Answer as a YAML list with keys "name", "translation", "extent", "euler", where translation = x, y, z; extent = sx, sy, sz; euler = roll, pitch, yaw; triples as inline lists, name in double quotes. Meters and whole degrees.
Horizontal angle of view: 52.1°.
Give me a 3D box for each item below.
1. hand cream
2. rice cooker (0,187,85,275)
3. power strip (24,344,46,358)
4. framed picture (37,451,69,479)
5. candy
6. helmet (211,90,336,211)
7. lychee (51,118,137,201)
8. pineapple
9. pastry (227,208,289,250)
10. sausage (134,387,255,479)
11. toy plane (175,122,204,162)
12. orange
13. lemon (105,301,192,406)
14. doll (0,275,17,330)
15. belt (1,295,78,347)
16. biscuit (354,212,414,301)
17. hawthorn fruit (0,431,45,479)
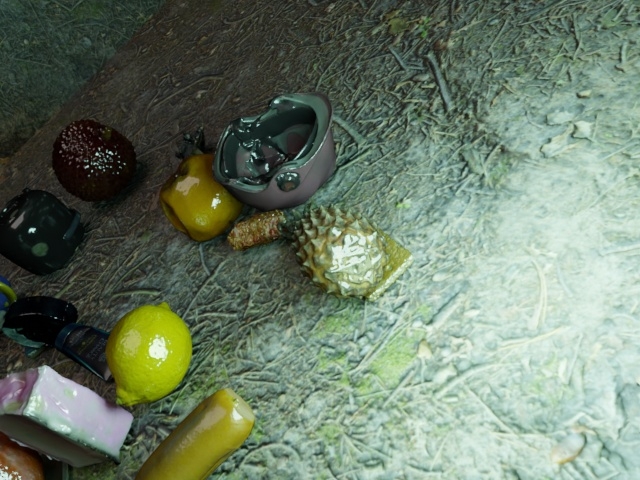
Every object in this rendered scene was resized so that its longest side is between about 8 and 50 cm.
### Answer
- name: "hand cream"
  translation: [-0.574, 0.276, 1.666]
  extent: [0.270, 0.061, 0.120]
  euler: [11, 55, 38]
- name: "rice cooker"
  translation: [-0.929, -0.033, 2.147]
  extent: [0.267, 0.224, 0.267]
  euler: [-26, 37, 21]
- name: "power strip"
  translation: [-0.822, 0.286, 1.886]
  extent: [0.056, 0.032, 0.123]
  euler: [-41, 37, 2]
- name: "framed picture"
  translation: [-0.629, 0.585, 1.422]
  extent: [0.231, 0.018, 0.293]
  euler: [-38, 37, 6]
- name: "candy"
  translation: [-0.535, 0.371, 1.350]
  extent: [0.155, 0.265, 0.116]
  euler: [-17, 46, 30]
- name: "helmet"
  translation: [-0.084, -0.193, 1.569]
  extent: [0.338, 0.197, 0.271]
  euler: [-19, 50, 18]
- name: "lychee"
  translation: [-0.758, -0.268, 2.198]
  extent: [0.304, 0.275, 0.276]
  euler: [-51, 29, 32]
- name: "pineapple"
  translation: [0.000, 0.000, 1.302]
  extent: [0.175, 0.175, 0.361]
  euler: [-48, 28, -8]
- name: "pastry"
  translation: [-0.140, -0.021, 1.561]
  extent: [0.169, 0.063, 0.087]
  euler: [-14, 66, 27]
- name: "sausage"
  translation: [-0.257, 0.412, 1.196]
  extent: [0.328, 0.112, 0.112]
  euler: [-46, 37, -2]
- name: "toy plane"
  translation: [-0.407, -0.305, 2.068]
  extent: [0.192, 0.088, 0.262]
  euler: [-58, 25, 25]
- name: "orange"
  translation: [-0.310, -0.129, 1.719]
  extent: [0.248, 0.183, 0.249]
  euler: [-25, 41, 23]
- name: "lemon"
  translation: [-0.365, 0.240, 1.396]
  extent: [0.186, 0.187, 0.244]
  euler: [-15, 44, 31]
- name: "doll"
  translation: [-1.075, 0.243, 2.092]
  extent: [0.311, 0.159, 0.243]
  euler: [-44, 42, 39]
- name: "belt"
  translation: [-0.769, 0.223, 1.798]
  extent: [0.198, 0.151, 0.078]
  euler: [-5, 45, 3]
- name: "biscuit"
  translation: [0.088, 0.030, 1.329]
  extent: [0.131, 0.025, 0.231]
  euler: [-43, 36, -1]
- name: "hawthorn fruit"
  translation: [-0.704, 0.509, 1.372]
  extent: [0.231, 0.263, 0.235]
  euler: [31, 47, 31]
